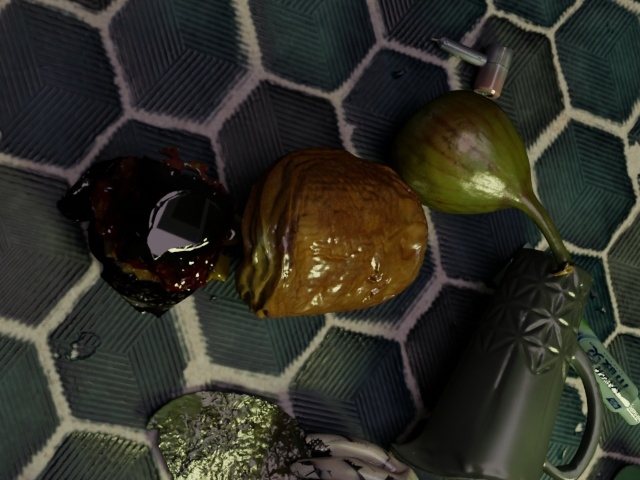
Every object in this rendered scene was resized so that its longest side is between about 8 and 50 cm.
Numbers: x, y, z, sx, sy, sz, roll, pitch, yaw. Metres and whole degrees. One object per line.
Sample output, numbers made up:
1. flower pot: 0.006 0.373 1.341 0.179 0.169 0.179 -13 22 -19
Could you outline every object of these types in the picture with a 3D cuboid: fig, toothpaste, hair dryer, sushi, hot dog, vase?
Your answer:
1. fig: 0.210 -0.070 1.312 0.259 0.151 0.151 37 73 15
2. toothpaste: 0.340 0.134 1.476 0.075 0.048 0.297 -46 106 -16
3. hair dryer: 0.185 -0.229 1.399 0.114 0.037 0.063 22 83 -17
4. sushi: -0.166 -0.017 1.170 0.172 0.150 0.153 46 73 -19
5. hot dog: 0.000 0.000 1.230 0.272 0.122 0.196 -5 112 -47
6. vase: 0.246 0.169 1.364 0.251 0.156 0.301 24 81 -11

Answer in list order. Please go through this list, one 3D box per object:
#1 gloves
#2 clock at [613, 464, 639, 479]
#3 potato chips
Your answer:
1. gloves: 0.065 0.299 1.285 0.212 0.111 0.127 52 45 -11
2. clock: 0.477 0.412 1.536 0.210 0.066 0.159 25 82 -25
3. potato chips: -0.104 0.240 1.278 0.209 0.026 0.142 38 78 -21
